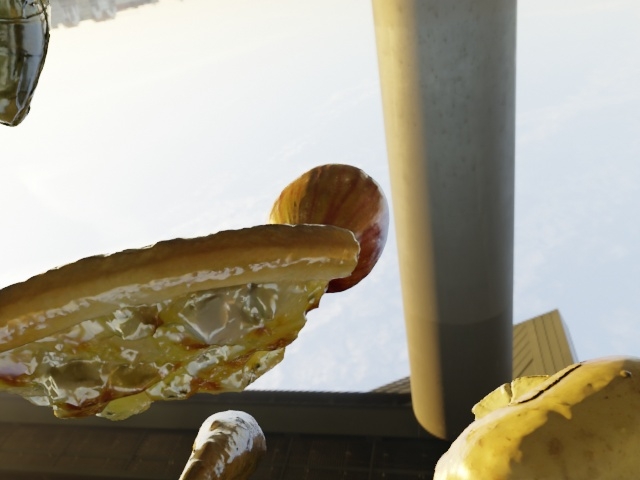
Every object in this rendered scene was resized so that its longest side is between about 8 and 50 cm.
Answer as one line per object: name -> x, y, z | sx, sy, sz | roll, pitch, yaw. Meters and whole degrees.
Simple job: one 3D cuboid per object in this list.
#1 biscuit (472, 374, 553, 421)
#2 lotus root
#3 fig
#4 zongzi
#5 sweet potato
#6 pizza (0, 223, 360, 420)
biscuit -> 0.305, 0.234, 0.673 | 0.141, 0.038, 0.290 | -52, -153, -13
lotus root -> 0.232, 0.188, 0.475 | 0.284, 0.160, 0.146 | -23, -108, -19
fig -> -0.001, 0.003, 0.705 | 0.175, 0.175, 0.207 | 1, -146, 19
zongzi -> -0.263, -0.146, 0.480 | 0.062, 0.154, 0.130 | 5, -164, -11
sweet potato -> -0.160, 0.355, 0.922 | 0.130, 0.130, 0.422 | -13, 167, -6
pizza -> -0.126, 0.082, 0.438 | 0.323, 0.223, 0.089 | -13, -119, -12
